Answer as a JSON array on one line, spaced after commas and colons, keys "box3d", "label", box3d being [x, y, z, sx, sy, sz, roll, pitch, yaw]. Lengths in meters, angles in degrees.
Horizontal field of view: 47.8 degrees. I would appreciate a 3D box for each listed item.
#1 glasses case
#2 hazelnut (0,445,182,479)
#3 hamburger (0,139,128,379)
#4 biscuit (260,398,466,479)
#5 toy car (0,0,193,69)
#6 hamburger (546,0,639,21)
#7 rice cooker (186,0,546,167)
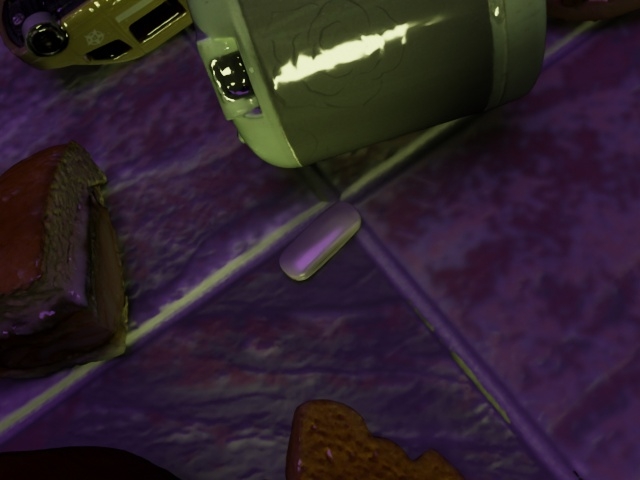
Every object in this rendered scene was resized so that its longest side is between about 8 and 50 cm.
[{"box3d": [0.000, 0.000, 0.624, 0.032, 0.021, 0.083, 40, 78, 24], "label": "glasses case"}, {"box3d": [-0.175, 0.219, 0.438, 0.229, 0.229, 0.230, -5, 63, 10], "label": "hazelnut"}, {"box3d": [-0.253, 0.002, 0.615, 0.155, 0.135, 0.208, -11, 60, 5], "label": "hamburger"}, {"box3d": [0.018, 0.216, 0.446, 0.212, 0.041, 0.238, 47, 49, 12], "label": "biscuit"}, {"box3d": [-0.199, -0.259, 0.745, 0.256, 0.124, 0.101, -32, 61, 5], "label": "toy car"}, {"box3d": [0.255, -0.306, 0.676, 0.213, 0.108, 0.214, -5, 64, 10], "label": "hamburger"}, {"box3d": [0.036, -0.217, 0.580, 0.276, 0.288, 0.288, -17, 61, 6], "label": "rice cooker"}]
